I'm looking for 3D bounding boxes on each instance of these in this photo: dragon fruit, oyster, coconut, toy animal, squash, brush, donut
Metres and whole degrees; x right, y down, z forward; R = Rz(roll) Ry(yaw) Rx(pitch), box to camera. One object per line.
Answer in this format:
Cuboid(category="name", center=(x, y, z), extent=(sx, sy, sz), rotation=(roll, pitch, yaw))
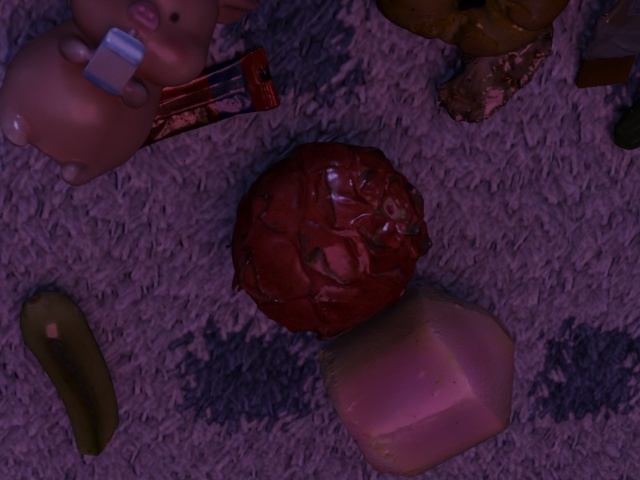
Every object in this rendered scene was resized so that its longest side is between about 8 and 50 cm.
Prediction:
Cuboid(category="dragon fruit", center=(0.010, -0.002, 1.725), extent=(0.241, 0.241, 0.252), rotation=(10, 124, -19))
Cuboid(category="oyster", center=(0.222, -0.221, 1.755), extent=(0.177, 0.056, 0.105), rotation=(-43, 131, 12))
Cuboid(category="coconut", center=(0.143, 0.179, 1.866), extent=(0.245, 0.233, 0.233), rotation=(-30, 121, 4))
Cuboid(category="toy animal", center=(-0.228, -0.216, 1.553), extent=(0.195, 0.213, 0.256), rotation=(40, 110, -13))
Cuboid(category="squash", center=(-0.322, 0.169, 1.821), extent=(0.083, 0.083, 0.250), rotation=(-19, 124, -4))
Cuboid(category="brush", center=(0.386, -0.304, 1.691), extent=(0.085, 0.020, 0.336), rotation=(-5, 144, -12))
Cuboid(category="donut", center=(0.182, -0.317, 1.586), extent=(0.209, 0.128, 0.261), rotation=(20, 156, -9))

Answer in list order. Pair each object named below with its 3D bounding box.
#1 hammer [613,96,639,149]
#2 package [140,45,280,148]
Cuboid(category="hammer", center=(0.497, -0.240, 1.791), extent=(0.206, 0.119, 0.335), rotation=(30, 114, -24))
Cuboid(category="package", center=(-0.153, -0.170, 1.706), extent=(0.200, 0.022, 0.083), rotation=(-18, 122, -5))
